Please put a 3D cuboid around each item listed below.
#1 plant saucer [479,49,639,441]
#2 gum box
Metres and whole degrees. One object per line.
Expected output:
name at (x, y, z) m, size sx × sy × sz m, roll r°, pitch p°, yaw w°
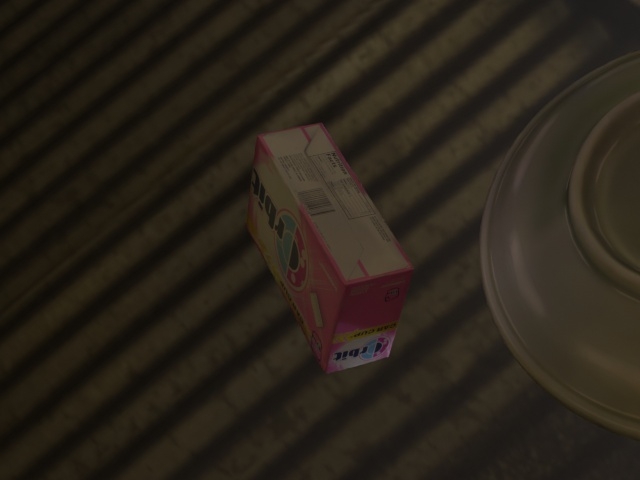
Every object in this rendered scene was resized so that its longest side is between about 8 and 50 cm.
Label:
plant saucer at (0.322, -0.027, 1.207) m, size 0.400 × 0.100 × 0.400 m, roll -9°, pitch -121°, yaw 15°
gum box at (0.000, 0.000, 1.181) m, size 0.062 × 0.107 × 0.188 m, roll -12°, pitch -130°, yaw -22°
